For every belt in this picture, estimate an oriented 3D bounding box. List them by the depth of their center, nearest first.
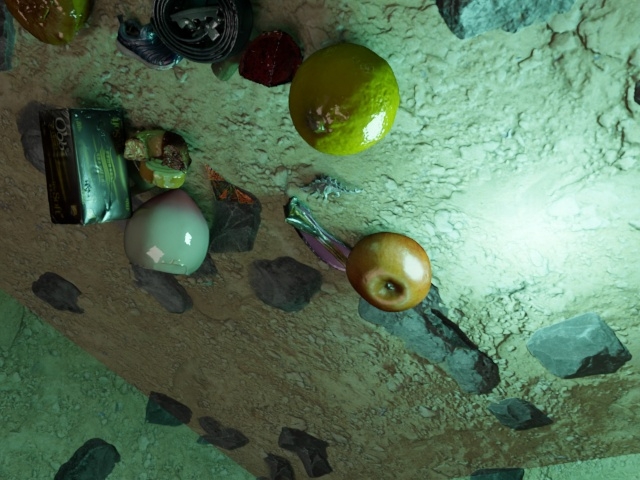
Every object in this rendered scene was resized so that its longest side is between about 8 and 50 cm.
[{"bbox_3d":[-0.298,-0.552,1.357,0.267,0.116,0.207,10,120,17],"label":"belt"}]

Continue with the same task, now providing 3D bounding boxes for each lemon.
[{"bbox_3d":[0.057,-0.344,1.339,0.292,0.293,0.293,13,134,14],"label":"lemon"}]

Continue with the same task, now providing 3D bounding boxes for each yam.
[{"bbox_3d":[-0.229,-0.505,1.468,0.068,0.068,0.169,42,135,-15],"label":"yam"}]

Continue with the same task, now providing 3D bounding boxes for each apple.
[{"bbox_3d":[0.217,0.100,1.718,0.251,0.206,0.272,-28,113,36],"label":"apple"}]

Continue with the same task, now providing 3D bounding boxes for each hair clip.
[{"bbox_3d":[-0.002,0.001,1.834,0.110,0.096,0.358,-44,117,8],"label":"hair clip"}]

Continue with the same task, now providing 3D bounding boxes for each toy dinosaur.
[{"bbox_3d":[0.030,-0.161,1.681,0.208,0.039,0.082,6,130,19],"label":"toy dinosaur"}]

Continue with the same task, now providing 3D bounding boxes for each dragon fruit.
[{"bbox_3d":[-0.125,-0.483,1.422,0.127,0.120,0.161,31,127,15],"label":"dragon fruit"}]

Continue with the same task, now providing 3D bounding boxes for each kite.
[{"bbox_3d":[-0.332,-0.165,1.865,0.222,0.008,0.125,39,134,-13],"label":"kite"}]

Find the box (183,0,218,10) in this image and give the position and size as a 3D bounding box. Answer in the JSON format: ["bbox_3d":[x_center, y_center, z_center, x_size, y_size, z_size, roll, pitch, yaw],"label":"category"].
[{"bbox_3d":[-0.331,-0.639,1.408,0.160,0.042,0.226,-14,123,34],"label":"box"}]

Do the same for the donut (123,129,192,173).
[{"bbox_3d":[-0.508,-0.297,1.739,0.217,0.141,0.085,10,124,5],"label":"donut"}]

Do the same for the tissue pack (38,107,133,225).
[{"bbox_3d":[-0.751,-0.241,1.752,0.198,0.210,0.370,3,101,34],"label":"tissue pack"}]

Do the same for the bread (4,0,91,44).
[{"bbox_3d":[-0.764,-0.675,1.506,0.268,0.146,0.269,16,134,17],"label":"bread"}]

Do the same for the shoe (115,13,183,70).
[{"bbox_3d":[-0.478,-0.550,1.521,0.207,0.092,0.106,27,141,5],"label":"shoe"}]

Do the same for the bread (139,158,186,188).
[{"bbox_3d":[-0.518,-0.232,1.801,0.149,0.122,0.073,8,134,-21],"label":"bread"}]

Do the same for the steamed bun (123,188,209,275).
[{"bbox_3d":[-0.522,-0.041,1.898,0.309,0.309,0.309,13,134,14],"label":"steamed bun"}]

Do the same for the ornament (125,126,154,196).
[{"bbox_3d":[-0.647,-0.271,1.876,0.244,0.061,0.230,-17,119,30],"label":"ornament"}]
